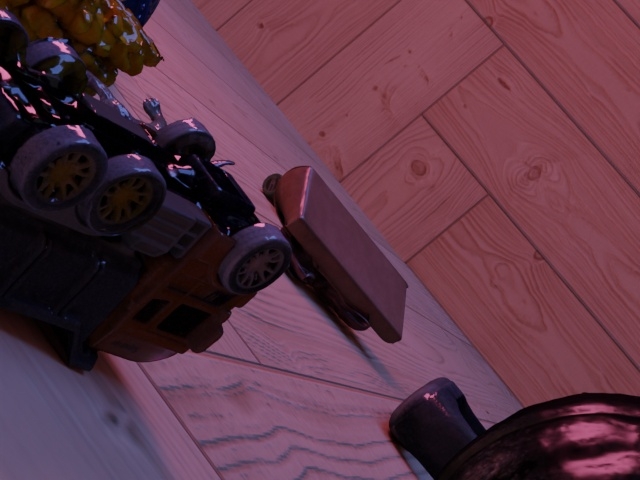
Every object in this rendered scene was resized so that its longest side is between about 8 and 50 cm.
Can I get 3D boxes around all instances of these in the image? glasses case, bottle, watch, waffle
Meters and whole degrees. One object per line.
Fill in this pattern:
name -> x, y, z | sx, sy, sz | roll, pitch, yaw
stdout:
glasses case -> 0.008, 0.033, 1.348 | 0.193, 0.070, 0.102 | 49, 32, -32
bottle -> -0.038, -0.049, 1.655 | 0.030, 0.030, 0.083 | 54, 5, 39
watch -> 0.139, 0.204, 1.162 | 0.193, 0.068, 0.206 | 50, 3, 8
waffle -> -0.207, -0.188, 0.985 | 0.197, 0.070, 0.193 | 48, 5, 4

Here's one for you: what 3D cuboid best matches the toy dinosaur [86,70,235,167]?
toy dinosaur -> -0.118, -0.062, 0.969 | 0.082, 0.039, 0.209 | 56, 17, 22

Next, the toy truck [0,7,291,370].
toy truck -> -0.098, -0.014, 0.534 | 0.083, 0.092, 0.192 | 52, 13, 32

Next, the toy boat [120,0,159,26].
toy boat -> -0.186, -0.202, 1.157 | 0.091, 0.110, 0.175 | 51, -37, -3

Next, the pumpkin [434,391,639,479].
pumpkin -> 0.160, 0.186, 0.657 | 0.250, 0.216, 0.250 | 54, 19, -27
